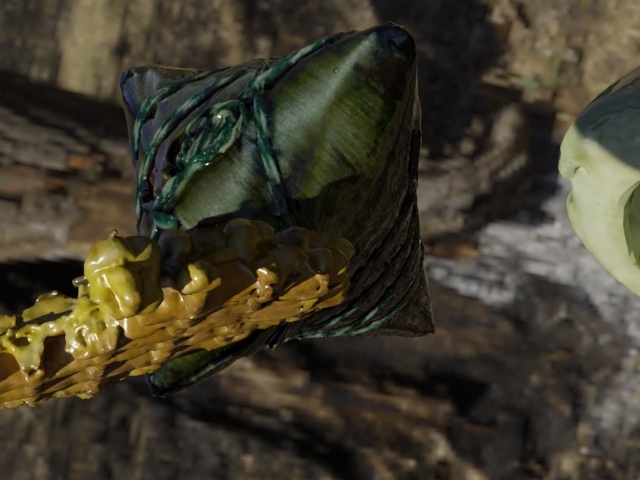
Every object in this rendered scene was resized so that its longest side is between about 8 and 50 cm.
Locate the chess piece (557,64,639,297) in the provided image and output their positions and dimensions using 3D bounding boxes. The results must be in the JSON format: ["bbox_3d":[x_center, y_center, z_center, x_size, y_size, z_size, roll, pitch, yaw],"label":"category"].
[{"bbox_3d":[0.349,-0.131,1.249,0.442,0.234,0.234,-42,-7,-37],"label":"chess piece"}]

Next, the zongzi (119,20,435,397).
[{"bbox_3d":[0.000,0.000,1.433,0.319,0.362,0.383,-52,19,0],"label":"zongzi"}]

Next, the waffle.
[{"bbox_3d":[-0.119,0.044,1.082,0.293,0.260,0.069,-22,79,34],"label":"waffle"}]
